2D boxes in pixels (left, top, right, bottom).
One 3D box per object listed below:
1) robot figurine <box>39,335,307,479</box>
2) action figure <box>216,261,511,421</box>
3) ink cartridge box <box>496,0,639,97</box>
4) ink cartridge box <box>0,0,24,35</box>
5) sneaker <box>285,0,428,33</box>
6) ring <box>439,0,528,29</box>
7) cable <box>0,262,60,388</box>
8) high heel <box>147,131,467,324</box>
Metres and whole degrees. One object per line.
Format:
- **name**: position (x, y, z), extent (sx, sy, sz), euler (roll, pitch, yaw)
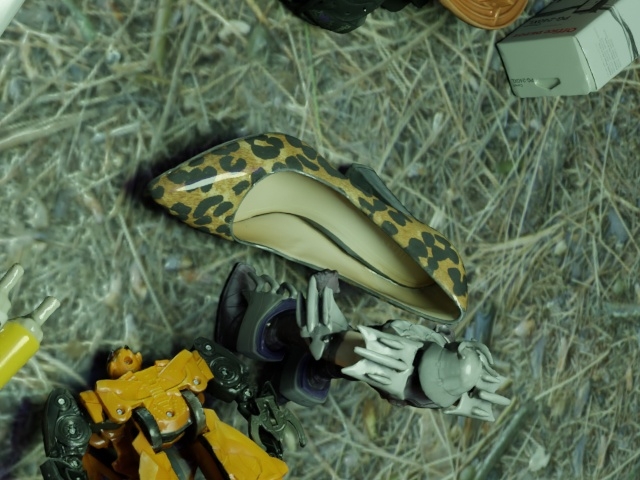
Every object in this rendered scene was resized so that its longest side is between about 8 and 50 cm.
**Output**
- **robot figurine**: position (-0.091, 0.209, 1.014), extent (0.211, 0.085, 0.291), euler (-17, 63, -37)
- **action figure**: position (0.030, 0.082, 1.046), extent (0.185, 0.285, 0.099), euler (35, 70, -33)
- **ink cartridge box**: position (0.267, -0.206, 1.328), extent (0.150, 0.109, 0.063), euler (-38, 114, -30)
- **ink cartridge box**: position (-0.302, -0.195, 0.869), extent (0.197, 0.114, 0.272), euler (37, 79, -32)
- **sneaker**: position (-0.002, -0.235, 1.131), extent (0.283, 0.107, 0.124), euler (-14, 105, -36)
- **ring**: position (0.131, -0.357, 1.198), extent (0.337, 0.032, 0.336), euler (21, 65, -54)
- **cable**: position (-0.303, 0.133, 0.929), extent (0.139, 0.072, 0.287), euler (32, 72, -28)
- **high heel**: position (0.000, 0.000, 1.083), extent (0.261, 0.186, 0.093), euler (0, 130, -41)
